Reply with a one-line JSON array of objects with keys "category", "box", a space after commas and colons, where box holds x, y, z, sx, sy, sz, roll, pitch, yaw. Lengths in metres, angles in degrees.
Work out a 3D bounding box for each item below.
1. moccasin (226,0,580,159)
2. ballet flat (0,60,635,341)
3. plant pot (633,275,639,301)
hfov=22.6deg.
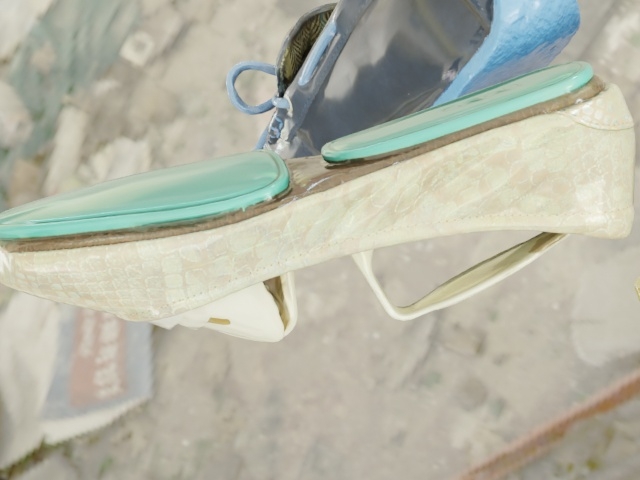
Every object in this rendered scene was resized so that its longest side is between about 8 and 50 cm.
[{"category": "moccasin", "box": [0.035, -0.093, 0.929, 0.117, 0.137, 0.342, 58, 144, 9]}, {"category": "ballet flat", "box": [0.000, 0.000, 0.400, 0.168, 0.052, 0.057, -14, 14, 0]}, {"category": "plant pot", "box": [0.347, 0.070, 0.997, 0.212, 0.212, 0.187, -7, 105, 34]}]
